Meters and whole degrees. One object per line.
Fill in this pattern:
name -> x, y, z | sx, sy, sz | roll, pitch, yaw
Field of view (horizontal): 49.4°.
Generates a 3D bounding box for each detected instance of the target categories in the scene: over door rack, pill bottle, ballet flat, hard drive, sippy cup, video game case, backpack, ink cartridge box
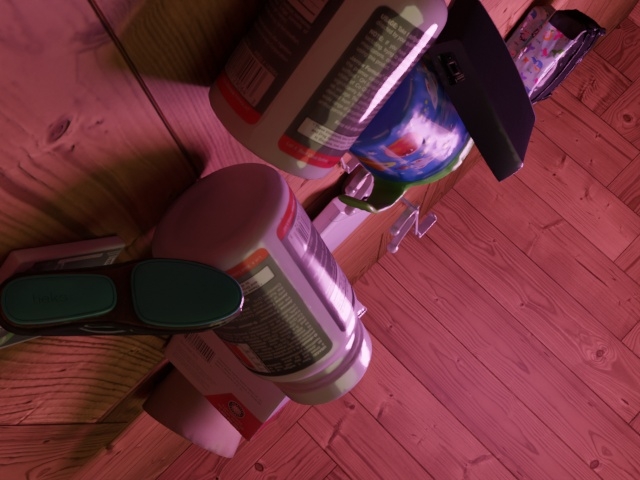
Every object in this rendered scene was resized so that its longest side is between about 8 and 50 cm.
over door rack -> 0.097, -0.089, 1.373 | 0.108, 0.239, 0.324 | -48, 168, 9
pill bottle -> 0.028, -0.239, 0.779 | 0.318, 0.176, 0.176 | -50, 168, 23
ballet flat -> -0.235, 0.071, 0.828 | 0.280, 0.095, 0.096 | 2, 160, -21
hard drive -> 0.258, -0.236, 1.074 | 0.054, 0.255, 0.172 | -12, -143, 38
sippy cup -> 0.108, -0.212, 1.090 | 0.240, 0.305, 0.224 | -20, 168, 26
video game case -> -0.354, 0.070, 0.883 | 0.173, 0.022, 0.190 | -49, 168, 19
hard drive -> 0.000, 0.000, 1.704 | 0.353, 0.047, 0.233 | -45, 168, 36
backpack -> 0.590, -0.490, 1.842 | 0.225, 0.191, 0.253 | -27, 151, -50
pill bottle -> -0.069, 0.080, 1.038 | 0.210, 0.210, 0.363 | -43, 129, -14
ink cartridge box -> -0.125, 0.190, 1.452 | 0.160, 0.279, 0.385 | -32, 163, -51

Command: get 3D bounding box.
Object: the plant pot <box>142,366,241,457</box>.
plant pot -> -0.256, 0.350, 1.720 | 0.274, 0.256, 0.256 | -60, 171, -10

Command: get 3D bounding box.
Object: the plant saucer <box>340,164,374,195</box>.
plant saucer -> 0.112, -0.163, 1.678 | 0.198, 0.036, 0.198 | -42, 168, -11
